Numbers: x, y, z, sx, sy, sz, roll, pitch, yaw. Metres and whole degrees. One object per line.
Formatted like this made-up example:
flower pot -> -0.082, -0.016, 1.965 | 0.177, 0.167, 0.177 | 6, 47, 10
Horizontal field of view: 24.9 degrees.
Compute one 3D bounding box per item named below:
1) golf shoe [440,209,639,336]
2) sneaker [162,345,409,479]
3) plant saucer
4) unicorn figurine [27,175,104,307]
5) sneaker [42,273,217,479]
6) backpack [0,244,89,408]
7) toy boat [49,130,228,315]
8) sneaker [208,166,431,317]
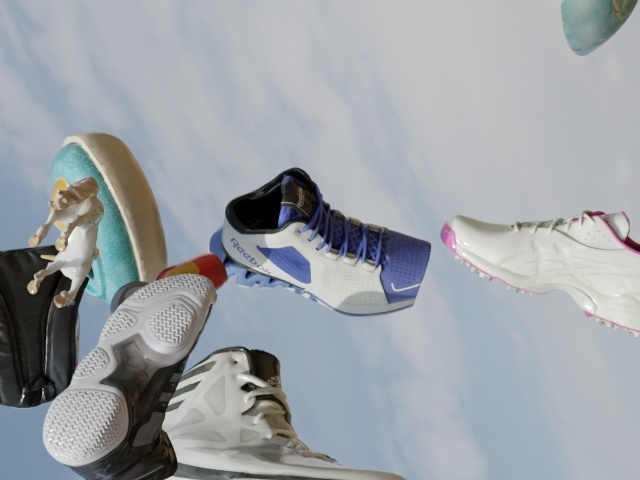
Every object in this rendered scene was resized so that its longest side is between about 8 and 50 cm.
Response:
golf shoe -> 0.304, 0.009, 1.796 | 0.115, 0.306, 0.140 | -66, -5, -72
sneaker -> -0.062, 0.240, 1.808 | 0.169, 0.448, 0.257 | 51, -132, -43
plant saucer -> 0.300, -0.282, 1.485 | 0.195, 0.037, 0.195 | -35, -47, -49
unicorn figurine -> -0.230, 0.007, 1.334 | 0.060, 0.162, 0.111 | 34, -143, -1
sneaker -> -0.193, 0.168, 1.608 | 0.268, 0.101, 0.153 | -54, -36, -30
backpack -> -0.332, 0.099, 1.642 | 0.115, 0.152, 0.182 | 180, 83, -80
toy boat -> -0.256, 0.008, 1.835 | 0.318, 0.148, 0.267 | 37, 147, 45
sneaker -> -0.001, 0.000, 2.022 | 0.182, 0.316, 0.127 | 99, -179, -58
